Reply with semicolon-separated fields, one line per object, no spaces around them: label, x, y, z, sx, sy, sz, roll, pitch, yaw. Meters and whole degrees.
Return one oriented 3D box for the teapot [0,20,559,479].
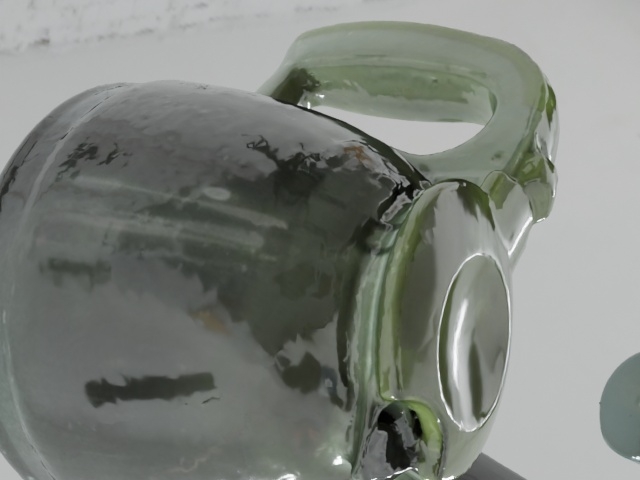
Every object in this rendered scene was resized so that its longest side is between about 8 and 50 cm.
teapot;0.000;0.023;0.611;0.240;0.239;0.322;5;-158;30

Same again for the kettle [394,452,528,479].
kettle;0.158;0.353;1.042;0.250;0.361;0.377;-32;-130;-28

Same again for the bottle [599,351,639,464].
bottle;0.320;0.158;0.810;0.286;0.082;0.082;26;-133;-31
